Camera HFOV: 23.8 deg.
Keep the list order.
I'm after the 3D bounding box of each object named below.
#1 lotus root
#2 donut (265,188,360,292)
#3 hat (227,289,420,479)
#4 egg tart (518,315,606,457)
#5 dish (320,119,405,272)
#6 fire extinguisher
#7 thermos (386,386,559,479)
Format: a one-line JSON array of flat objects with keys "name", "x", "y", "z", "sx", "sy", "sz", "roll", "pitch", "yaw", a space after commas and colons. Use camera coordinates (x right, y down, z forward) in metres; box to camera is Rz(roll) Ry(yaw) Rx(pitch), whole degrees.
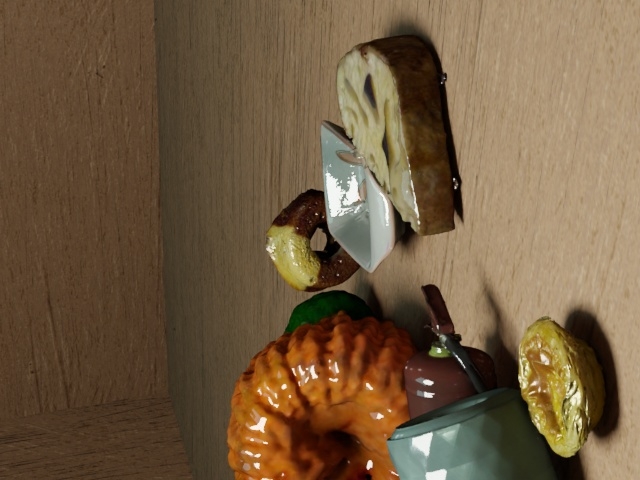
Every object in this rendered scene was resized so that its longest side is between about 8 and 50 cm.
[{"name": "lotus root", "x": 0.087, "y": -0.140, "z": 1.686, "sx": 0.260, "sy": 0.074, "sz": 0.170, "roll": -120, "pitch": 28, "yaw": -55}, {"name": "donut", "x": 0.000, "y": 0.000, "z": 1.998, "sx": 0.059, "sy": 0.140, "sz": 0.140, "roll": -1, "pitch": 98, "yaw": 63}, {"name": "hat", "x": -0.003, "y": 0.206, "z": 1.883, "sx": 0.400, "sy": 0.285, "sz": 0.285, "roll": -134, "pitch": 37, "yaw": -73}, {"name": "egg tart", "x": 0.217, "y": 0.129, "z": 1.353, "sx": 0.130, "sy": 0.052, "sz": 0.130, "roll": 171, "pitch": 90, "yaw": -75}, {"name": "dish", "x": 0.062, "y": -0.054, "z": 1.852, "sx": 0.234, "sy": 0.064, "sz": 0.154, "roll": -130, "pitch": 34, "yaw": -67}, {"name": "fire extinguisher", "x": 0.145, "y": 0.219, "z": 1.589, "sx": 0.141, "sy": 0.105, "sz": 0.341, "roll": -144, "pitch": 44, "yaw": -70}, {"name": "thermos", "x": 0.174, "y": 0.290, "z": 1.415, "sx": 0.182, "sy": 0.145, "sz": 0.286, "roll": 59, "pitch": -170, "yaw": -85}]
